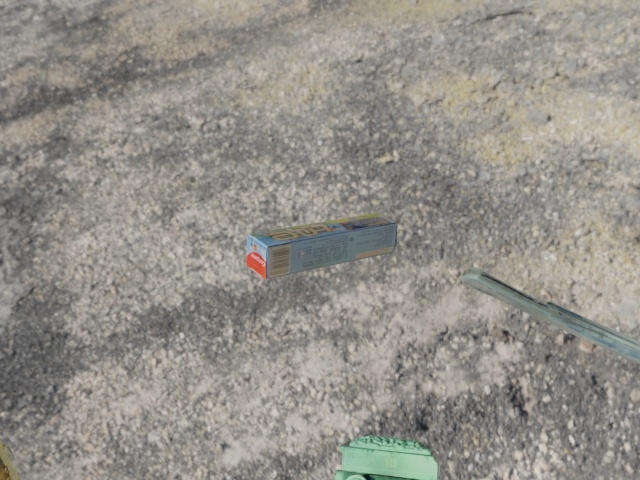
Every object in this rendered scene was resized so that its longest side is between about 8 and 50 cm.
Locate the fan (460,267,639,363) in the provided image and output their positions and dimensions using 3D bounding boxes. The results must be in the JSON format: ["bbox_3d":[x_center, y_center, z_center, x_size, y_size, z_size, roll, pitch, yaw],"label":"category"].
[{"bbox_3d":[0.247,0.086,0.507,0.282,0.057,0.023,25,82,9],"label":"fan"}]

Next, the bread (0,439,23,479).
[{"bbox_3d":[-0.460,0.333,0.917,0.084,0.080,0.109,1,77,67],"label":"bread"}]

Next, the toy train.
[{"bbox_3d":[0.105,0.346,0.935,0.172,0.070,0.099,2,81,14],"label":"toy train"}]

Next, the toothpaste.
[{"bbox_3d":[0.000,0.000,0.777,0.193,0.044,0.070,-10,25,-33],"label":"toothpaste"}]
